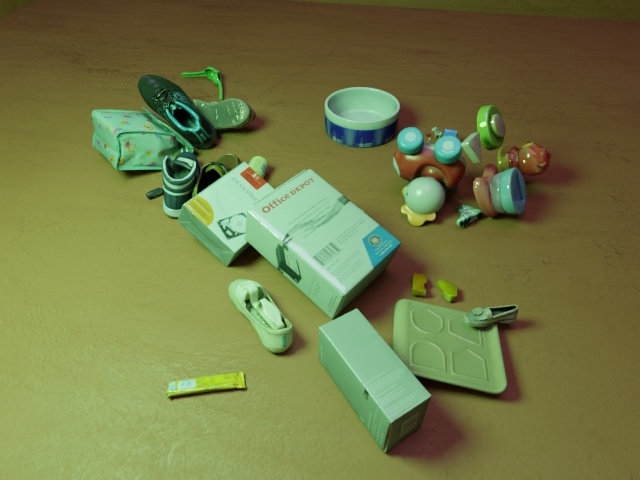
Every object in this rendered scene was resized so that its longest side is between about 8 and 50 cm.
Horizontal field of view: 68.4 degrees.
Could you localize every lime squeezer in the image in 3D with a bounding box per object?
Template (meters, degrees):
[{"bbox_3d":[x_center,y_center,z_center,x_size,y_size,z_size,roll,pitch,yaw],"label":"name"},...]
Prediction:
[{"bbox_3d":[-0.463,-0.679,1.979,0.110,0.058,0.310,-31,52,-29],"label":"lime squeezer"}]

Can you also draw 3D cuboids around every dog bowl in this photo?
[{"bbox_3d":[0.148,-0.446,1.694,0.265,0.104,0.264,0,44,0],"label":"dog bowl"}]

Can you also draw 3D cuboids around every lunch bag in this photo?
[{"bbox_3d":[-0.575,-0.335,1.541,0.262,0.160,0.223,-13,38,-39],"label":"lunch bag"}]

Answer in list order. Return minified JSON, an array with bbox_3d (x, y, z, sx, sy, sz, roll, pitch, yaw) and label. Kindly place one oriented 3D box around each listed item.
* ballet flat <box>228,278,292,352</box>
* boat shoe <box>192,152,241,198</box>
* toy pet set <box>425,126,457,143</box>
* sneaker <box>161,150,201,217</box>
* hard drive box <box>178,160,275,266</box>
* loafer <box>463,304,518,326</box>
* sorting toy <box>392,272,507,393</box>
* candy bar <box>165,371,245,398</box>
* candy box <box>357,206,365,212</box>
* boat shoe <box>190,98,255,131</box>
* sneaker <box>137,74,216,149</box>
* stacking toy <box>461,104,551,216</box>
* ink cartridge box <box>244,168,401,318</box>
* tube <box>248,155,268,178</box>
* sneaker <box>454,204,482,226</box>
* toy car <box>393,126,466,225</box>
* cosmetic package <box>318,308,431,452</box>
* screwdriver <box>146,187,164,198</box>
[{"bbox_3d":[-0.139,0.147,1.078,0.086,0.086,0.248,-26,49,-25],"label":"ballet flat"},{"bbox_3d":[-0.302,-0.185,1.415,0.111,0.104,0.307,3,43,4],"label":"boat shoe"},{"bbox_3d":[0.408,-0.355,1.626,0.114,0.065,0.122,16,46,17],"label":"toy pet set"},{"bbox_3d":[-0.407,-0.215,1.399,0.099,0.153,0.282,6,45,-11],"label":"sneaker"},{"bbox_3d":[-0.228,-0.075,1.259,0.181,0.089,0.232,42,52,1],"label":"hard drive box"},{"bbox_3d":[0.380,0.162,1.051,0.125,0.039,0.045,-3,37,-11],"label":"loafer"},{"bbox_3d":[0.279,0.199,1.061,0.229,0.041,0.307,9,37,5],"label":"sorting toy"},{"bbox_3d":[-0.236,0.295,0.966,0.162,0.018,0.040,-7,40,-6],"label":"candy bar"},{"bbox_3d":[0.019,-0.098,1.379,0.206,0.027,0.105,33,55,31],"label":"candy box"},{"bbox_3d":[-0.384,-0.443,1.702,0.325,0.123,0.116,6,9,19],"label":"boat shoe"},{"bbox_3d":[-0.491,-0.457,1.589,0.341,0.139,0.125,41,87,7],"label":"sneaker"},{"bbox_3d":[0.538,-0.236,1.334,0.131,0.279,0.309,-5,37,42],"label":"stacking toy"},{"bbox_3d":[0.000,0.000,1.149,0.307,0.129,0.223,41,56,16],"label":"ink cartridge box"},{"bbox_3d":[-0.222,-0.167,1.427,0.070,0.062,0.240,6,44,11],"label":"tube"},{"bbox_3d":[0.407,-0.075,1.351,0.098,0.038,0.069,-19,44,-32],"label":"sneaker"},{"bbox_3d":[0.288,-0.159,1.361,0.211,0.219,0.237,18,75,19],"label":"toy car"},{"bbox_3d":[0.095,0.265,0.922,0.107,0.127,0.238,-24,47,-25],"label":"cosmetic package"},{"bbox_3d":[-0.459,-0.164,1.462,0.170,0.025,0.024,-24,47,-36],"label":"screwdriver"}]
